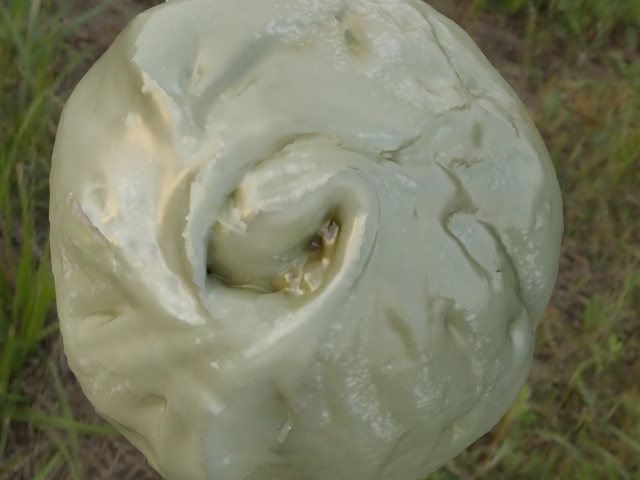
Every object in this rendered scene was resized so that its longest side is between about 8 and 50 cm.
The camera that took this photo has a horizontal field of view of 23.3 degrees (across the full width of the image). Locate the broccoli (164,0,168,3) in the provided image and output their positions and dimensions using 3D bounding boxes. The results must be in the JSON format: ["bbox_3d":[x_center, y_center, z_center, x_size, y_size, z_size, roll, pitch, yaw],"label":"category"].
[{"bbox_3d":[-0.061,-0.089,0.811,0.097,0.095,0.092,29,83,45],"label":"broccoli"}]

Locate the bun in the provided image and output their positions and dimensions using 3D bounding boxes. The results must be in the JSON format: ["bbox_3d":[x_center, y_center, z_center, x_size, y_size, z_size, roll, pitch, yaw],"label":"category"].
[{"bbox_3d":[0.000,0.000,0.494,0.183,0.102,0.183,-1,94,-9],"label":"bun"}]
